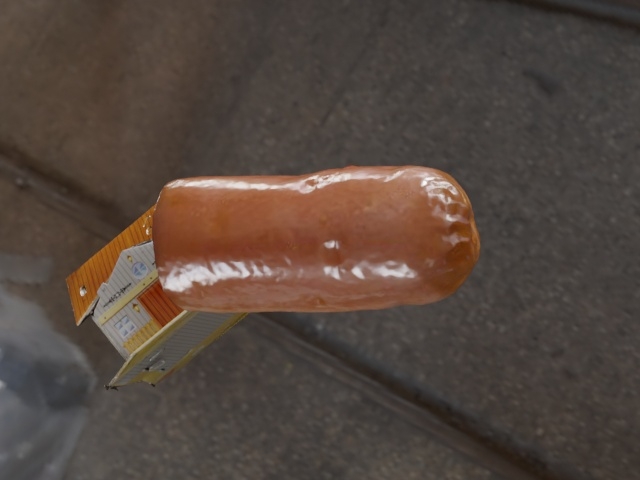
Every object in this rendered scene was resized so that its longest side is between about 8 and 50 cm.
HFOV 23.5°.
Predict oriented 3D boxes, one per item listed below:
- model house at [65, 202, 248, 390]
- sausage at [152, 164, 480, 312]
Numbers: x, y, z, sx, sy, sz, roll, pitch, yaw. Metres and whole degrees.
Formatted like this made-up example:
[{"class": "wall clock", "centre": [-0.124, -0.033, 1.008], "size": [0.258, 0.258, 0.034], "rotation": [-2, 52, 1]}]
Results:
[{"class": "model house", "centre": [-0.139, 0.022, 1.453], "size": [0.219, 0.207, 0.136], "rotation": [-42, 78, 6]}, {"class": "sausage", "centre": [0.000, 0.000, 1.197], "size": [0.259, 0.113, 0.114], "rotation": [-2, 64, 25]}]
